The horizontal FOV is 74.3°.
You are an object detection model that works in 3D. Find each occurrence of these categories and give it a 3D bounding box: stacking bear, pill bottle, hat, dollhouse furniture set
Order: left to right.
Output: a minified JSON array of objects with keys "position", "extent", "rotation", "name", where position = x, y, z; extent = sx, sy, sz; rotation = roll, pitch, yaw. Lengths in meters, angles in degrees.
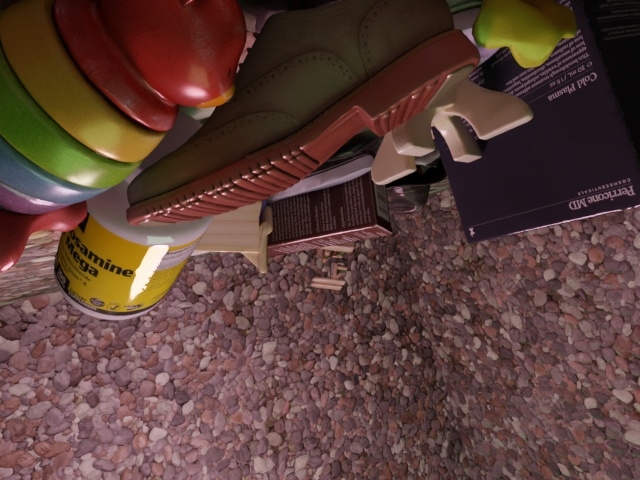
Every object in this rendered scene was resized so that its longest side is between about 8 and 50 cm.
[{"position":[-0.190,-0.124,0.354],"extent":[0.289,0.164,0.175],"rotation":[-28,-161,12],"name":"stacking bear"},{"position":[-0.276,-0.032,0.640],"extent":[0.188,0.188,0.334],"rotation":[-13,154,-46],"name":"pill bottle"},{"position":[0.000,0.000,1.880],"extent":[0.257,0.362,0.394],"rotation":[7,164,-3],"name":"dollhouse furniture set"},{"position":[0.254,-0.156,1.305],"extent":[0.331,0.133,0.331],"rotation":[-12,-159,5],"name":"hat"}]

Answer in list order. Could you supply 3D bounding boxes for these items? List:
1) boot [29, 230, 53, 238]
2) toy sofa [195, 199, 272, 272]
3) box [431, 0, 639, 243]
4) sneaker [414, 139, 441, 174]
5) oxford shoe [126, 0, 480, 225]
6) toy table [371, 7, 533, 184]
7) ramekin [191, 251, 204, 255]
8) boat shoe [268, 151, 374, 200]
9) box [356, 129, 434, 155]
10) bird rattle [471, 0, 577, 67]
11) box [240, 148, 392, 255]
[{"position":[-0.520,-0.046,0.612],"extent":[0.262,0.095,0.203],"rotation":[-14,176,12],"name":"boot"},{"position":[-0.288,-0.036,0.935],"extent":[0.363,0.177,0.150],"rotation":[0,-163,-7],"name":"toy sofa"},{"position":[0.378,-0.185,0.710],"extent":[0.179,0.312,0.343],"rotation":[-15,177,-23],"name":"box"},{"position":[0.312,-0.247,1.178],"extent":[0.272,0.108,0.100],"rotation":[-18,174,-3],"name":"sneaker"},{"position":[-0.045,-0.142,0.453],"extent":[0.397,0.146,0.140],"rotation":[-27,179,4],"name":"oxford shoe"},{"position":[0.167,-0.202,0.652],"extent":[0.252,0.160,0.274],"rotation":[-10,172,-38],"name":"toy table"},{"position":[-0.409,-0.018,1.481],"extent":[0.207,0.109,0.207],"rotation":[-17,177,-1],"name":"ramekin"},{"position":[-0.026,-0.163,0.946],"extent":[0.306,0.104,0.113],"rotation":[-11,-175,37],"name":"boat shoe"},{"position":[0.200,-0.245,1.014],"extent":[0.067,0.063,0.324],"rotation":[-12,175,-29],"name":"box"},{"position":[0.194,-0.278,0.326],"extent":[0.207,0.143,0.253],"rotation":[-28,162,8],"name":"bird rattle"},{"position":[-0.023,-0.079,1.079],"extent":[0.382,0.191,0.143],"rotation":[-10,168,23],"name":"box"}]
